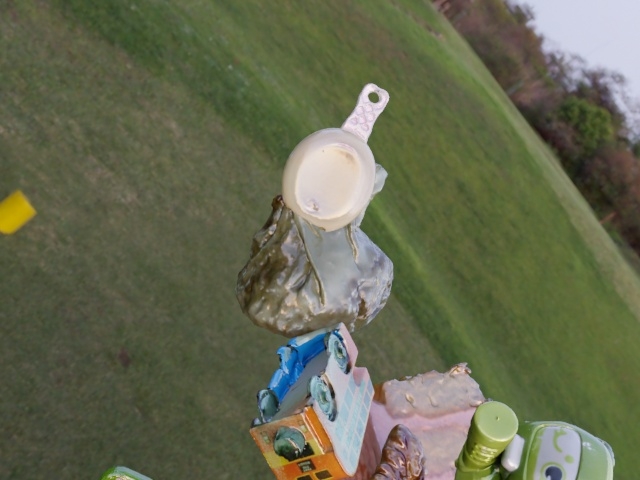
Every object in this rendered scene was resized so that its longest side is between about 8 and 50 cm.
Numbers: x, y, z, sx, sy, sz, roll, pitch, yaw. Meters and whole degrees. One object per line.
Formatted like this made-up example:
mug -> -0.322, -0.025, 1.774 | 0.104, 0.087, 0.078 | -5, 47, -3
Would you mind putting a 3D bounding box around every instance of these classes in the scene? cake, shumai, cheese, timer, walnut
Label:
cake -> 0.143, 0.424, 1.435 | 0.293, 0.314, 0.306 | -2, 60, -33
shumai -> 0.000, 0.000, 1.479 | 0.292, 0.288, 0.330 | 37, 42, 17
cheese -> 0.033, -0.128, 1.204 | 0.137, 0.227, 0.064 | 28, 3, -9
timer -> -0.431, 0.558, 1.751 | 0.140, 0.128, 0.047 | 34, 7, -25
walnut -> 0.117, 0.362, 1.182 | 0.143, 0.069, 0.170 | 66, 36, -54

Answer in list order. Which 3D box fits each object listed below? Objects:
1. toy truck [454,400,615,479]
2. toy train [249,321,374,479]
toy truck -> 0.253, 0.297, 1.034 | 0.211, 0.187, 0.148 | 27, 55, -3
toy train -> -0.005, 0.157, 0.763 | 0.188, 0.072, 0.099 | -64, 134, -65
